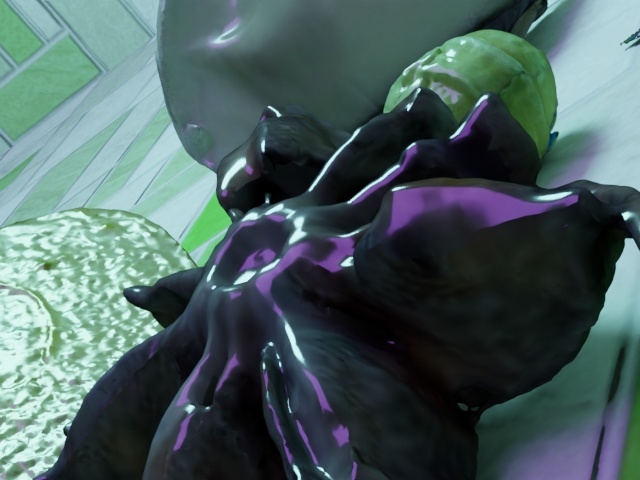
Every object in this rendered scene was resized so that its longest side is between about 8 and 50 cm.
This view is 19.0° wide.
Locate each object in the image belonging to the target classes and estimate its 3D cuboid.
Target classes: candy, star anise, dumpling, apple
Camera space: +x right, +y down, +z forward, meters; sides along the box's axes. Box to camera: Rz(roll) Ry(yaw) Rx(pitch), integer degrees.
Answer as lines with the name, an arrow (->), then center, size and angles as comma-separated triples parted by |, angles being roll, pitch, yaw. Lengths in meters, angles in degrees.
candy -> 0.000, 0.000, 0.952 | 0.335, 0.092, 0.093 | -39, 32, -30
star anise -> 0.017, 0.055, 0.766 | 0.316, 0.139, 0.359 | -43, 27, 25
dumpling -> 0.024, -0.158, 1.227 | 0.293, 0.204, 0.163 | -34, 24, -9
apple -> -0.185, 0.120, 0.962 | 0.254, 0.179, 0.346 | -45, 6, 42

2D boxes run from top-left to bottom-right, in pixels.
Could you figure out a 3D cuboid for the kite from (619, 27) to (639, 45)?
kite -> 0.209, -0.131, 1.042 | 0.090, 0.004, 0.122 | -49, 15, -30
